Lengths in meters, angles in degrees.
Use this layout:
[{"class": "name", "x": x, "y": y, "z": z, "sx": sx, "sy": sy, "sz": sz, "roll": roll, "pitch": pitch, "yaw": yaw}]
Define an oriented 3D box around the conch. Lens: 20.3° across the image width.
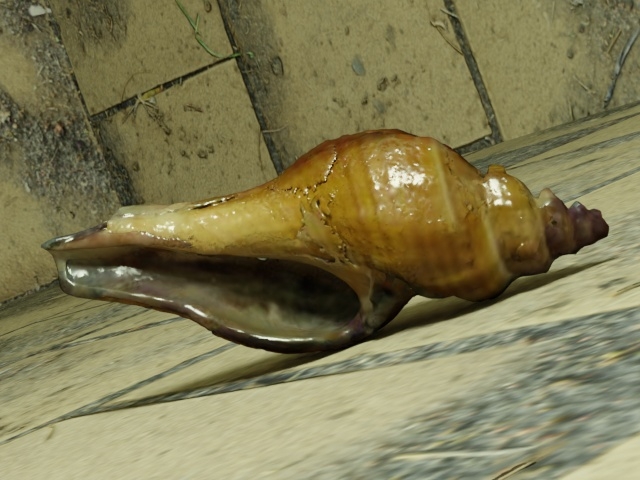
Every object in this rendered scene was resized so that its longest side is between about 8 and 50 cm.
[{"class": "conch", "x": 0.004, "y": 0.001, "z": 0.768, "sx": 0.233, "sy": 0.086, "sz": 0.080, "roll": -16, "pitch": 4, "yaw": 24}]
